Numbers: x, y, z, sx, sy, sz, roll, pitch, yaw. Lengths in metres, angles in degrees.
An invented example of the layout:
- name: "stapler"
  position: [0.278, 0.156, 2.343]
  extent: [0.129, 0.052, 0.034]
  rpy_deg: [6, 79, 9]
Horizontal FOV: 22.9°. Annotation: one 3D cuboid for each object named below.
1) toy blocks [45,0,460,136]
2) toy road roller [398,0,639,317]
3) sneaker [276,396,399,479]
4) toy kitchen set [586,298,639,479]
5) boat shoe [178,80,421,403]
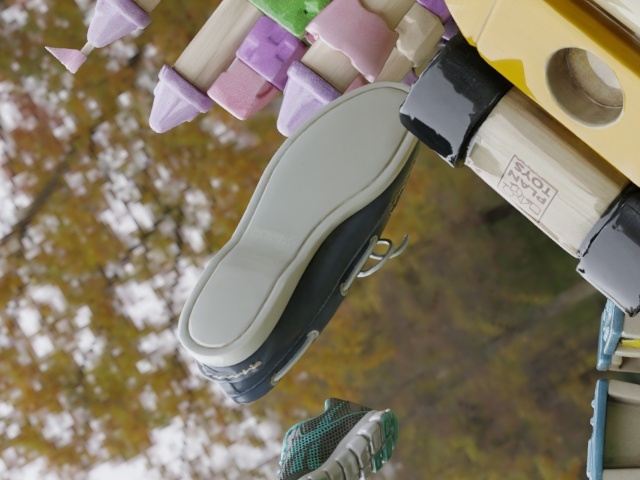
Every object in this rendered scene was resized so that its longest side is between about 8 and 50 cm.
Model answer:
- name: "toy blocks"
  position: [-0.044, -0.178, 1.327]
  extent: [0.288, 0.260, 0.309]
  rpy_deg: [38, -177, 15]
- name: "toy road roller"
  position: [0.211, -0.139, 0.934]
  extent: [0.202, 0.240, 0.329]
  rpy_deg: [41, 149, 12]
- name: "sneaker"
  position: [-0.010, 0.191, 1.327]
  extent: [0.076, 0.166, 0.065]
  rpy_deg: [23, 135, 36]
- name: "toy kitchen set"
  position: [0.205, 0.144, 1.145]
  extent: [0.166, 0.122, 0.207]
  rpy_deg: [66, -151, -75]
- name: "boat shoe"
  position: [0.000, 0.000, 1.098]
  extent: [0.095, 0.254, 0.079]
  rpy_deg: [15, 151, 33]
